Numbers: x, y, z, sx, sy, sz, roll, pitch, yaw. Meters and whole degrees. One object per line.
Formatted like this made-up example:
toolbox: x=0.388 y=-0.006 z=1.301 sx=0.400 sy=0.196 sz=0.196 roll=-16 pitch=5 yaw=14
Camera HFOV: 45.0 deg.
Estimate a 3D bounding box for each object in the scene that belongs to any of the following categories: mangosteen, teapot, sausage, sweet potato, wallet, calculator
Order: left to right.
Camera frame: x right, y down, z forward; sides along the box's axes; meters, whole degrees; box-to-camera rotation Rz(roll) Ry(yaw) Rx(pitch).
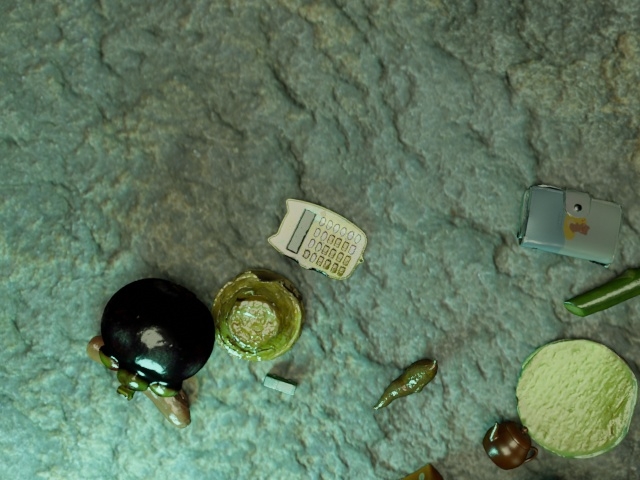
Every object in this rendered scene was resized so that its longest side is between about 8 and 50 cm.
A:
sausage: x=-0.445 y=0.348 z=1.941 sx=0.326 sy=0.079 sz=0.087 roll=39 pitch=87 yaw=-1
mangosteen: x=-0.399 y=0.244 z=1.833 sx=0.275 sy=0.275 sz=0.302 roll=30 pitch=95 yaw=2
calculator: x=0.000 y=0.000 z=1.893 sx=0.236 sy=0.033 sz=0.157 roll=27 pitch=96 yaw=-1
sweet potato: x=0.217 y=0.351 z=1.897 sx=0.068 sy=0.068 sz=0.226 roll=47 pitch=115 yaw=-1
teapot: x=0.461 y=0.486 z=1.858 sx=0.173 sy=0.116 sz=0.116 roll=35 pitch=98 yaw=-24
wallet: x=0.586 y=-0.038 z=1.820 sx=0.230 sy=0.069 sz=0.170 roll=13 pitch=79 yaw=0

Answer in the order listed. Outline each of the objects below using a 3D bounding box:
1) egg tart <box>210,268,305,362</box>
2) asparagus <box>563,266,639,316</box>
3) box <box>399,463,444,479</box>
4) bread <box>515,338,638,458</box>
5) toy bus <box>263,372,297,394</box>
egg tart: x=-0.156 y=0.189 z=1.890 sx=0.241 sy=0.106 sz=0.241 roll=0 pitch=96 yaw=1
asparagus: x=0.715 y=0.115 z=1.828 sx=0.277 sy=0.060 sz=0.067 roll=-27 pitch=103 yaw=8
box: x=0.165 y=0.708 z=1.850 sx=0.341 sy=0.225 sz=0.143 roll=-33 pitch=94 yaw=8
bread: x=0.614 y=0.381 z=1.870 sx=0.301 sy=0.045 sz=0.301 roll=0 pitch=93 yaw=5
toy bus: x=-0.101 y=0.359 z=1.932 sx=0.083 sy=0.037 sz=0.031 roll=18 pitch=96 yaw=4
